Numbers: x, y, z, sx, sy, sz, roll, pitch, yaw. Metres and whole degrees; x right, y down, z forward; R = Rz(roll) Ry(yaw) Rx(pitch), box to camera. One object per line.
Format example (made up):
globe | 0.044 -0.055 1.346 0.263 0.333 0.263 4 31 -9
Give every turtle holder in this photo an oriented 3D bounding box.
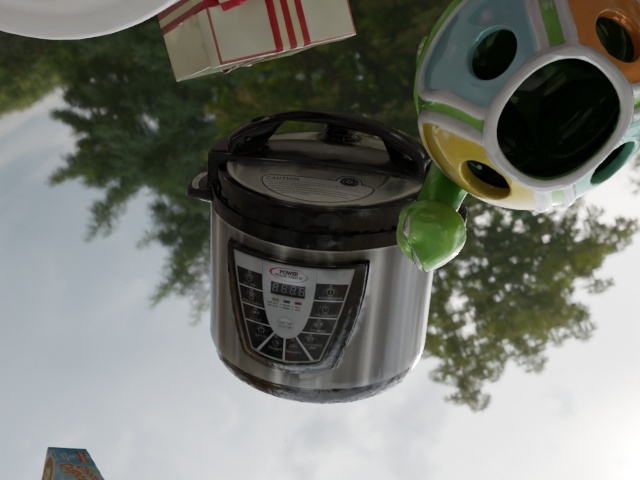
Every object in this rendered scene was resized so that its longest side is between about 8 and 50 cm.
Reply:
turtle holder | 0.191 -0.135 0.948 0.320 0.243 0.227 -23 -160 13

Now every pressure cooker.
pressure cooker | -0.001 -0.003 1.495 0.370 0.420 0.375 -12 -150 -31

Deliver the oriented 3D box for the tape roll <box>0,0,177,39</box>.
tape roll | -0.150 -0.263 0.535 0.286 0.286 0.100 -16 -160 24

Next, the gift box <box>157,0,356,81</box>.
gift box | -0.122 -0.395 1.398 0.255 0.276 0.258 -24 -167 -24

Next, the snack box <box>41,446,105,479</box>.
snack box | -0.294 0.400 1.151 0.060 0.187 0.322 10 -174 -28
